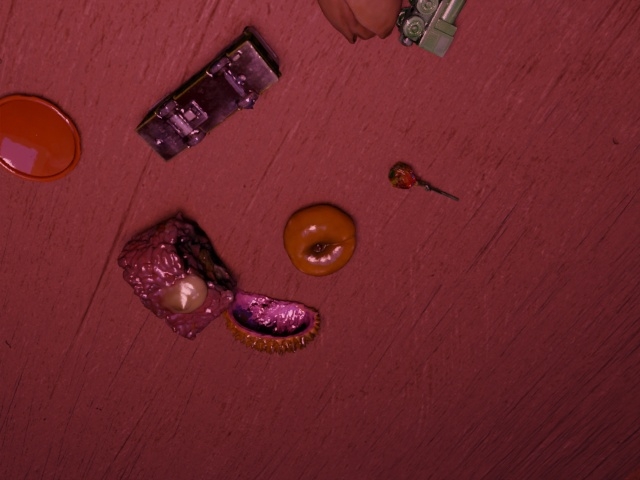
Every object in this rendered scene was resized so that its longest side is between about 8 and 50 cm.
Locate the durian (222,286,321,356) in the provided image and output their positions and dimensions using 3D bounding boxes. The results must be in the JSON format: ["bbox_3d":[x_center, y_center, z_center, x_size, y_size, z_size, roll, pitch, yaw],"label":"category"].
[{"bbox_3d":[-0.130,0.231,1.447,0.261,0.153,0.186,8,146,-1],"label":"durian"}]

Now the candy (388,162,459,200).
[{"bbox_3d":[0.241,-0.124,1.296,0.201,0.060,0.060,18,119,-25],"label":"candy"}]

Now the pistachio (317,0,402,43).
[{"bbox_3d":[0.060,-0.494,0.984,0.162,0.181,0.293,3,127,38],"label":"pistachio"}]

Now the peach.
[{"bbox_3d":[0.000,0.000,1.314,0.179,0.103,0.179,-4,121,-6],"label":"peach"}]

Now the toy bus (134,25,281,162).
[{"bbox_3d":[-0.218,-0.285,1.103,0.302,0.139,0.113,-30,119,22],"label":"toy bus"}]

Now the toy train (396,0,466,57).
[{"bbox_3d":[0.238,-0.475,1.058,0.119,0.085,0.251,17,121,-21],"label":"toy train"}]

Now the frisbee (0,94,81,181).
[{"bbox_3d":[-0.594,-0.211,1.168,0.192,0.035,0.192,-2,122,-3],"label":"frisbee"}]

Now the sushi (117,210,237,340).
[{"bbox_3d":[-0.307,0.082,1.266,0.171,0.236,0.270,-32,116,4],"label":"sushi"}]
